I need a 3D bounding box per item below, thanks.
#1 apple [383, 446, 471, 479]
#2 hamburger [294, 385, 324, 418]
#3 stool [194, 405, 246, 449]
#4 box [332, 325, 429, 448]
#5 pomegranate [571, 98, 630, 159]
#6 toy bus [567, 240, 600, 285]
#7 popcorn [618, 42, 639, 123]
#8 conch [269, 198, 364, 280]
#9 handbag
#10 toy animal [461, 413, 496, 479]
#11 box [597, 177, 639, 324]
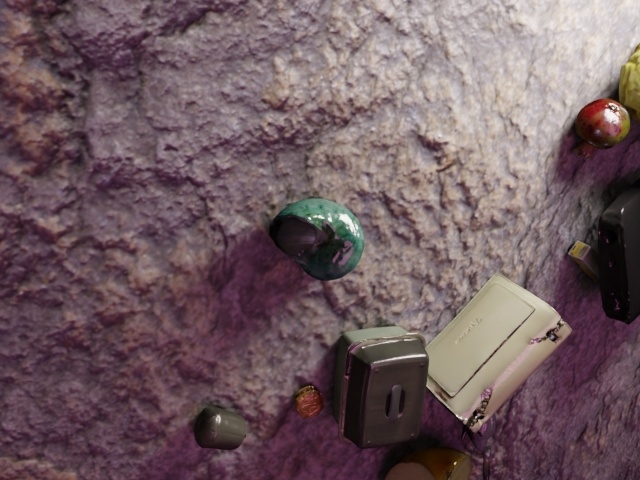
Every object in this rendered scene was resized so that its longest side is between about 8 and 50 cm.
[{"bbox_3d":[0.294,0.706,1.826,0.254,0.179,0.346,7,115,-5],"label":"apple"},{"bbox_3d":[-0.028,0.401,1.651,0.076,0.044,0.083,-20,114,-13],"label":"hamburger"},{"bbox_3d":[-0.234,0.443,1.554,0.110,0.096,0.096,23,100,-34],"label":"stool"},{"bbox_3d":[0.147,0.363,1.640,0.220,0.166,0.290,-3,109,-21],"label":"box"},{"bbox_3d":[0.691,-0.283,1.662,0.129,0.159,0.129,13,64,-29],"label":"pomegranate"},{"bbox_3d":[0.751,0.068,1.834,0.172,0.072,0.057,38,88,-30],"label":"toy bus"},{"bbox_3d":[0.882,-0.378,1.626,0.293,0.237,0.293,-6,109,-16],"label":"popcorn"},{"bbox_3d":[0.001,0.001,1.467,0.196,0.134,0.202,3,121,20],"label":"conch"},{"bbox_3d":[0.436,0.289,1.693,0.358,0.237,0.160,-46,117,-1],"label":"handbag"},{"bbox_3d":[0.441,0.516,1.851,0.324,0.090,0.195,65,36,-45],"label":"toy animal"},{"bbox_3d":[0.872,0.011,1.806,0.350,0.091,0.359,-32,120,-34],"label":"box"}]
